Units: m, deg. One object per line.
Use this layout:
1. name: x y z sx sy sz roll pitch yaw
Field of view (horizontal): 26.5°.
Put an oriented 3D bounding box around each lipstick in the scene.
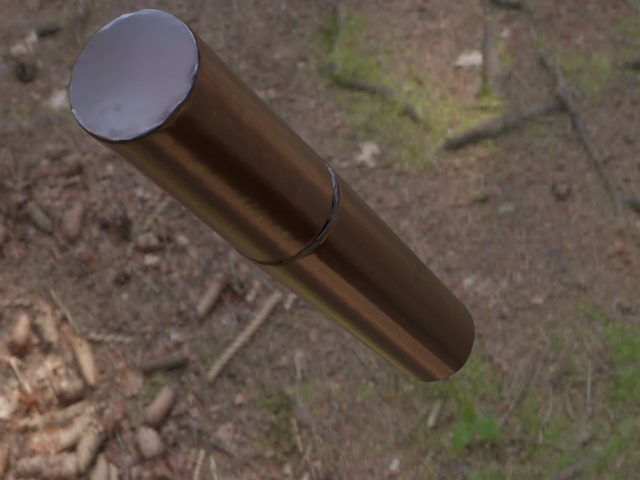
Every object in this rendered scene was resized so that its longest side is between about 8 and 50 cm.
1. lipstick: 0.000 0.000 0.627 0.057 0.356 0.057 -8 68 21
